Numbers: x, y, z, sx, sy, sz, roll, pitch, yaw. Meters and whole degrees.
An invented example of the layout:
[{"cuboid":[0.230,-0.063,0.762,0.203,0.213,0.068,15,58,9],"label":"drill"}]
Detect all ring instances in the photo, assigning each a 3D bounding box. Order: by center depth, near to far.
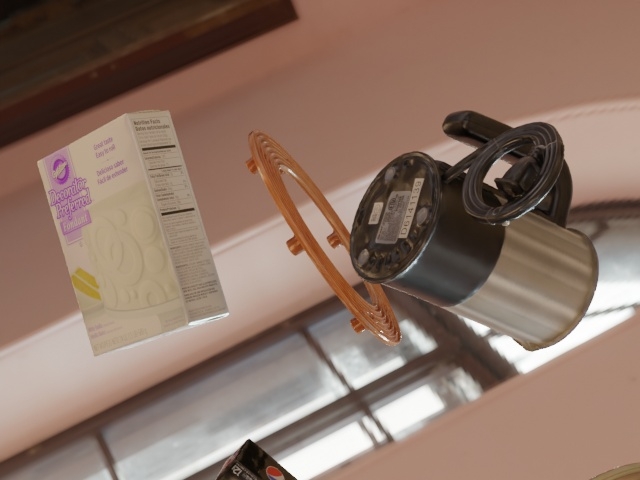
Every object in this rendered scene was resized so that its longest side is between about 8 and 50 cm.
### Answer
[{"cuboid":[0.000,0.000,1.602,0.336,0.032,0.336,53,11,-14],"label":"ring"}]

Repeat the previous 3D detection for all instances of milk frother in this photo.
[{"cuboid":[0.116,-0.003,0.726,0.135,0.129,0.143,22,7,-30],"label":"milk frother"}]

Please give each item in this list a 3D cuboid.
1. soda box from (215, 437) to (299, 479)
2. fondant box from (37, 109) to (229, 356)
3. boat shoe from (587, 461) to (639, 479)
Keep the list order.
[{"cuboid":[-0.048,0.326,1.523,0.169,0.053,0.060,41,24,-3],"label":"soda box"},{"cuboid":[-0.294,-0.007,1.901,0.238,0.096,0.330,-20,-96,40],"label":"fondant box"},{"cuboid":[0.348,0.421,1.633,0.110,0.341,0.121,39,-26,49],"label":"boat shoe"}]
